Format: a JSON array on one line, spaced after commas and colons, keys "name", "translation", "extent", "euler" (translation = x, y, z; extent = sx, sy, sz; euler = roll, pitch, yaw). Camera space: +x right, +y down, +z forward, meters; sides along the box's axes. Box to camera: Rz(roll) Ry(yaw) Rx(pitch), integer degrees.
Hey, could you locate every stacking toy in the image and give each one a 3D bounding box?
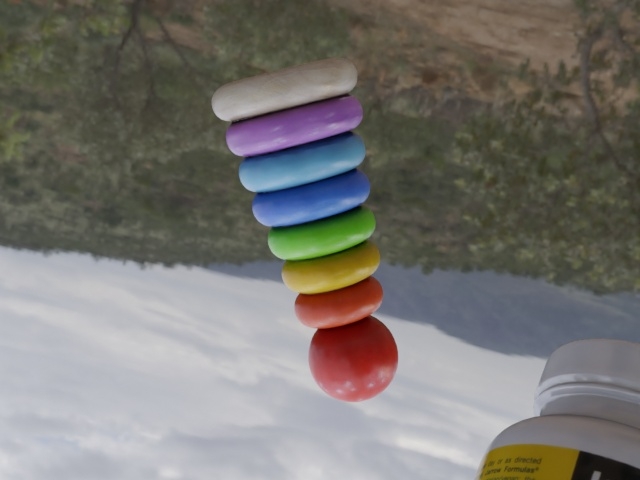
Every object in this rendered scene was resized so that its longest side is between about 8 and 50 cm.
[{"name": "stacking toy", "translation": [0.000, 0.000, 0.909], "extent": [0.141, 0.330, 0.141], "euler": [-13, -172, 2]}]

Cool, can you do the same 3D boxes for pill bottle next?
[{"name": "pill bottle", "translation": [0.177, 0.243, 0.643], "extent": [0.188, 0.334, 0.188], "euler": [20, 151, 12]}]
